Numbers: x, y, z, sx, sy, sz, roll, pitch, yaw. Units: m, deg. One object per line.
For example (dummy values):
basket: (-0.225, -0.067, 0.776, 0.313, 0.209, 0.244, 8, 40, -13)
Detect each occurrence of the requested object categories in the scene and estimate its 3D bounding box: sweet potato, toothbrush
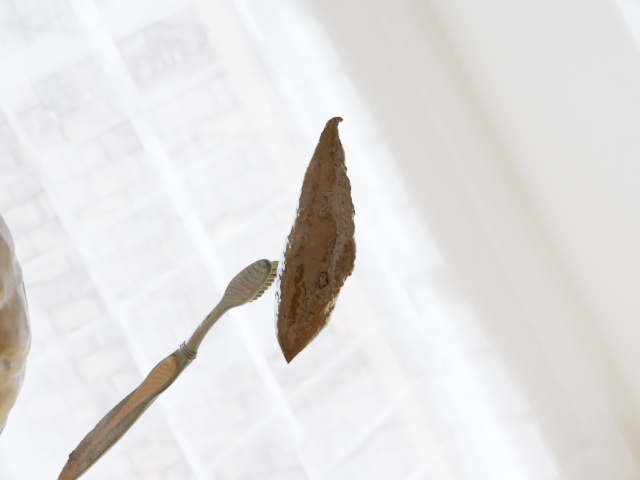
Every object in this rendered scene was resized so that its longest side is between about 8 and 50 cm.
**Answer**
sweet potato: (0.000, 0.000, 1.264, 0.068, 0.206, 0.060, 0, -11, 32)
toothbrush: (-0.157, 0.136, 1.524, 0.375, 0.028, 0.037, -46, -21, 29)

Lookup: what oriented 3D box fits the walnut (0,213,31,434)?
walnut: (-0.301, 0.016, 0.816, 0.313, 0.277, 0.252, 19, 43, 36)
